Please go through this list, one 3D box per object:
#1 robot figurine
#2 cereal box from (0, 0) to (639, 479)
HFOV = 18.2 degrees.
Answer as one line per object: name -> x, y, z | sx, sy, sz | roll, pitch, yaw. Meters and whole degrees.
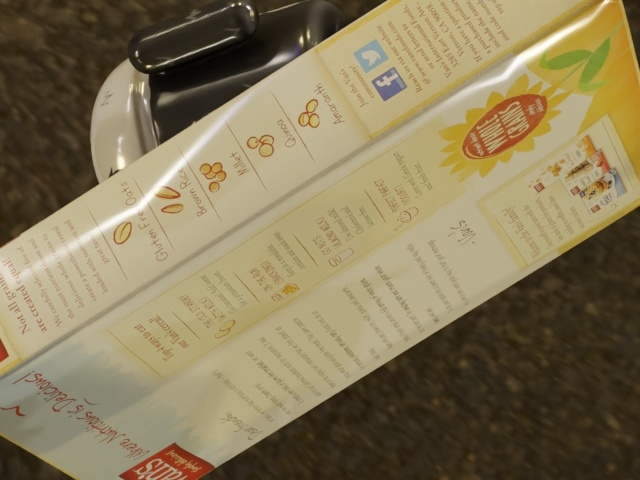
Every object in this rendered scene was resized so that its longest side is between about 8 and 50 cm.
robot figurine -> -0.051, -0.093, 1.617 | 0.278, 0.173, 0.209 | -14, 96, 17
cereal box -> 0.000, 0.000, 0.682 | 0.240, 0.173, 0.047 | -31, 66, 2
